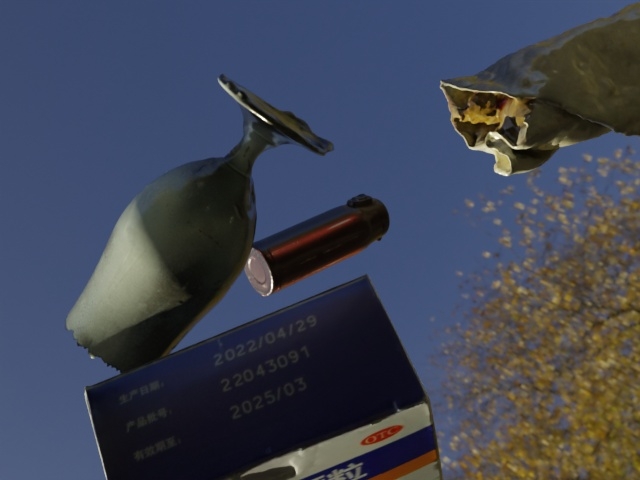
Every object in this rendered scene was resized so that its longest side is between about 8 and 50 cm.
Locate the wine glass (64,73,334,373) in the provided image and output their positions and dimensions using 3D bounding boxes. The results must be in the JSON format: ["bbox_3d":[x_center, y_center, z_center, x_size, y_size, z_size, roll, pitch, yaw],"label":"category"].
[{"bbox_3d":[-0.094,-0.009,0.742,0.103,0.103,0.222,30,-79,-38],"label":"wine glass"}]

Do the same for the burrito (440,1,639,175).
[{"bbox_3d":[0.287,-0.143,0.777,0.392,0.117,0.076,-19,-29,-12],"label":"burrito"}]

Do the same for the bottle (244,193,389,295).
[{"bbox_3d":[0.000,0.000,1.044,0.164,0.060,0.060,-24,-60,-31],"label":"bottle"}]

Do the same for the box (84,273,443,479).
[{"bbox_3d":[-0.019,0.176,0.729,0.200,0.106,0.299,-22,-35,-4],"label":"box"}]
